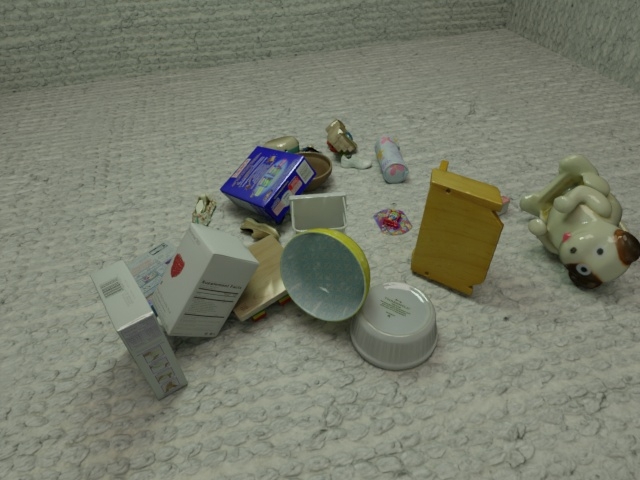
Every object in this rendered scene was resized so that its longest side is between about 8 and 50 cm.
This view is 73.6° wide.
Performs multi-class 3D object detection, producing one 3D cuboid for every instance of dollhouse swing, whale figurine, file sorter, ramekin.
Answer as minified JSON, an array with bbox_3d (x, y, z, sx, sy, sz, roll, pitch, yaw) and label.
[{"bbox_3d":[0.481,-0.070,1.479,0.315,0.347,0.305,24,37,27],"label":"dollhouse swing"},{"bbox_3d":[-0.201,-0.430,2.100,0.216,0.141,0.272,-22,21,-15],"label":"whale figurine"},{"bbox_3d":[0.000,0.000,1.474,0.192,0.278,0.173,-4,46,-1],"label":"file sorter"},{"bbox_3d":[0.223,0.242,1.293,0.272,0.127,0.273,-2,42,2],"label":"ramekin"}]

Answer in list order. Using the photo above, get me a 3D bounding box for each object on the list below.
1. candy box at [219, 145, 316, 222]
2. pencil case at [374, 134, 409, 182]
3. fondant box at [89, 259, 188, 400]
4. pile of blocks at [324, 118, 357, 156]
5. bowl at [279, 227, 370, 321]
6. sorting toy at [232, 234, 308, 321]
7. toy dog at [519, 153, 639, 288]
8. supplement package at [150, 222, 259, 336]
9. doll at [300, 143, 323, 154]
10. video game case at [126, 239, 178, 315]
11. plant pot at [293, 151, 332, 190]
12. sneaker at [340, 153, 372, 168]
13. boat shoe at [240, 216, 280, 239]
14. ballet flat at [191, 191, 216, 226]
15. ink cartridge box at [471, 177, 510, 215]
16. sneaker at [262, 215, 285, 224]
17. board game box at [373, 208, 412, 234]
[{"bbox_3d":[-0.219,-0.241,1.759,0.317,0.122,0.268,24,71,42],"label":"candy box"},{"bbox_3d":[0.330,-0.382,2.003,0.124,0.114,0.273,15,38,-16],"label":"pencil case"},{"bbox_3d":[-0.492,0.250,1.174,0.096,0.330,0.238,-29,48,-24],"label":"fondant box"},{"bbox_3d":[0.095,-0.501,2.175,0.112,0.149,0.362,-42,23,21],"label":"pile of blocks"},{"bbox_3d":[0.036,0.082,1.299,0.289,0.290,0.156,18,29,23],"label":"bowl"},{"bbox_3d":[-0.206,0.137,1.453,0.257,0.089,0.255,-31,48,-17],"label":"sorting toy"},{"bbox_3d":[0.914,-0.026,1.488,0.395,0.284,0.408,34,40,-13],"label":"toy dog"},{"bbox_3d":[-0.357,0.125,1.308,0.175,0.293,0.177,17,19,-47],"label":"supplement package"},{"bbox_3d":[-0.048,-0.429,2.121,0.129,0.046,0.189,12,37,-14],"label":"doll"},{"bbox_3d":[-0.581,0.135,1.513,0.244,0.061,0.269,27,50,31],"label":"video game case"},{"bbox_3d":[-0.064,-0.296,1.931,0.237,0.110,0.237,-2,43,2],"label":"plant pot"},{"bbox_3d":[0.172,-0.380,2.048,0.152,0.061,0.054,3,40,4],"label":"sneaker"},{"bbox_3d":[-0.241,-0.031,1.686,0.190,0.068,0.072,19,58,37],"label":"boat shoe"},{"bbox_3d":[-0.494,-0.150,1.818,0.091,0.077,0.241,-6,41,-2],"label":"ballet flat"},{"bbox_3d":[0.667,-0.175,1.782,0.115,0.067,0.198,-22,46,-21],"label":"ink cartridge box"},{"bbox_3d":[-0.173,-0.154,1.799,0.081,0.080,0.211,12,43,14],"label":"sneaker"},{"bbox_3d":[0.294,-0.088,1.732,0.133,0.033,0.169,-11,43,-9],"label":"board game box"}]
